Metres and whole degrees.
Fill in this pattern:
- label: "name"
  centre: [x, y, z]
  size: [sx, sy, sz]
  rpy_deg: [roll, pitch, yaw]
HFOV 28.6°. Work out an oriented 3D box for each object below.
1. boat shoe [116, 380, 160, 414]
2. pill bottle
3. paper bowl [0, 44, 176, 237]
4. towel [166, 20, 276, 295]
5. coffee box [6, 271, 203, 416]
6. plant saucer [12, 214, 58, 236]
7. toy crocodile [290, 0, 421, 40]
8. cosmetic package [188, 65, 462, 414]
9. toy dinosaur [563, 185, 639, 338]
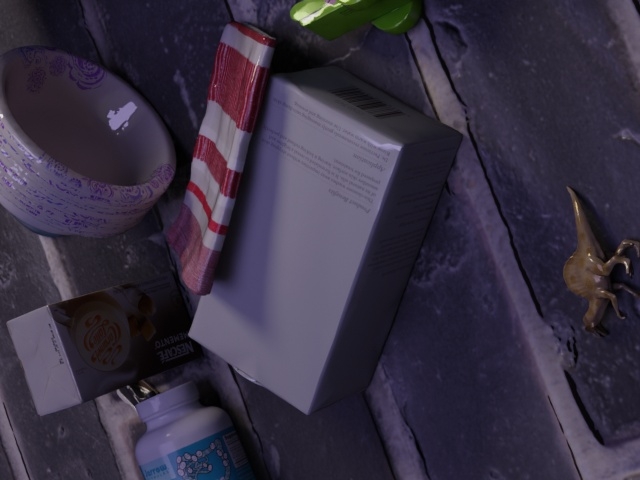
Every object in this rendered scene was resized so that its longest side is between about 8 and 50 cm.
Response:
- label: "boat shoe"
  centre: [-0.256, 0.240, 1.882]
  size: [0.125, 0.046, 0.038]
  rpy_deg: [36, 122, 33]
- label: "pill bottle"
  centre: [-0.171, 0.337, 1.779]
  size: [0.146, 0.146, 0.264]
  rpy_deg: [-28, 83, 35]
- label: "paper bowl"
  centre: [-0.354, -0.122, 1.729]
  size: [0.284, 0.284, 0.148]
  rpy_deg: [53, 123, 15]
- label: "towel"
  centre: [-0.132, -0.115, 1.619]
  size: [0.237, 0.037, 0.329]
  rpy_deg: [-132, 56, -70]
- label: "coffee box"
  centre: [-0.299, 0.141, 1.766]
  size: [0.098, 0.246, 0.141]
  rpy_deg: [-21, 86, 37]
- label: "plant saucer"
  centre: [-0.445, -0.094, 1.936]
  size: [0.195, 0.037, 0.195]
  rpy_deg: [12, 114, 30]
- label: "toy crocodile"
  centre: [0.110, -0.334, 1.476]
  size: [0.340, 0.115, 0.105]
  rpy_deg: [-26, 65, 33]
- label: "cosmetic package"
  centre: [0.000, 0.000, 1.593]
  size: [0.217, 0.156, 0.385]
  rpy_deg: [32, 117, 26]
- label: "toy dinosaur"
  centre: [0.320, 0.027, 1.439]
  size: [0.093, 0.053, 0.183]
  rpy_deg: [-6, 96, 37]
